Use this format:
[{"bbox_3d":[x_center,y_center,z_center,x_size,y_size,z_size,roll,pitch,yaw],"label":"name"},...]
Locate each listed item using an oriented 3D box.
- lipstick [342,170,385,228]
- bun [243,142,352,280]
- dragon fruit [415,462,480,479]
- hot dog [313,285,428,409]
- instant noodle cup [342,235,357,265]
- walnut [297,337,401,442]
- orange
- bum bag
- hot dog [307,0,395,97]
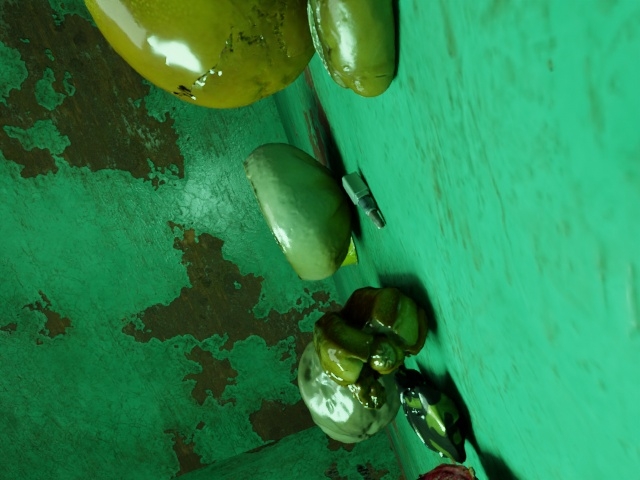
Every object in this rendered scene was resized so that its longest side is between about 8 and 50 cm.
[{"bbox_3d":[0.065,-0.056,0.589,0.025,0.025,0.107,74,169,-54],"label":"lipstick"},{"bbox_3d":[-0.026,-0.074,0.838,0.299,0.164,0.299,155,90,-89],"label":"bun"},{"bbox_3d":[0.161,0.327,0.358,0.161,0.126,0.274,45,-152,3],"label":"dragon fruit"},{"bbox_3d":[0.071,0.147,0.622,0.117,0.158,0.349,53,173,3],"label":"hot dog"},{"bbox_3d":[0.000,0.000,1.048,0.182,0.144,0.182,161,90,-87],"label":"instant noodle cup"},{"bbox_3d":[0.069,0.307,0.927,0.273,0.226,0.274,-16,-90,-88],"label":"walnut"},{"bbox_3d":[-0.102,-0.254,0.392,0.240,0.239,0.240,161,90,-88],"label":"orange"},{"bbox_3d":[0.149,0.239,0.570,0.107,0.060,0.232,61,178,11],"label":"bum bag"},{"bbox_3d":[0.018,-0.176,0.308,0.140,0.060,0.090,80,167,-53],"label":"hot dog"}]
